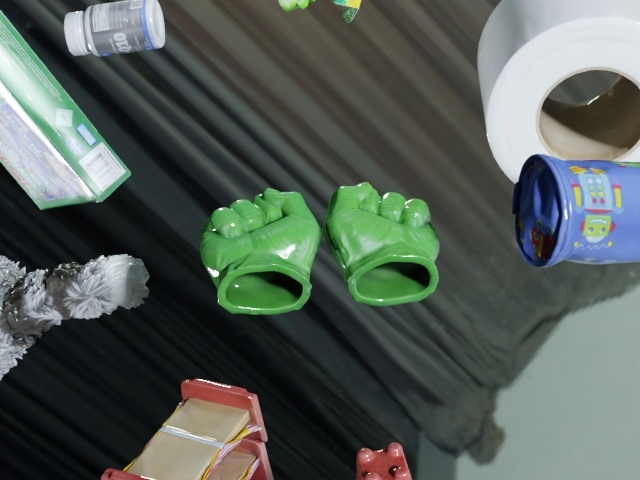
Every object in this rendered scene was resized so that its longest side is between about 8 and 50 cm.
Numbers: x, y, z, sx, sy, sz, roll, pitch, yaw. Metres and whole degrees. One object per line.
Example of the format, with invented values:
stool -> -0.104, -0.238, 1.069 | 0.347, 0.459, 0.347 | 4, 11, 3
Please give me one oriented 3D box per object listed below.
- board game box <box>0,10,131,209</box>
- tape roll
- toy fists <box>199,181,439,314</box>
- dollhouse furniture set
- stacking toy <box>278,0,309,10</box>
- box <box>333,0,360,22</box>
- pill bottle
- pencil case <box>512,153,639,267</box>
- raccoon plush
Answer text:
board game box -> -0.334, -0.168, 1.186 | 0.046, 0.317, 0.213 | -44, 19, -21
tape roll -> 0.312, -0.183, 1.426 | 0.246, 0.246, 0.169 | -38, 24, 25
toy fists -> 0.000, 0.000, 1.389 | 0.279, 0.096, 0.142 | -5, 39, -8
dollhouse furniture set -> -0.048, 0.309, 1.407 | 0.374, 0.152, 0.201 | 9, 34, 26
stacking toy -> 0.006, -0.391, 1.506 | 0.221, 0.052, 0.167 | -40, -19, 7
box -> 0.050, -0.420, 1.796 | 0.105, 0.043, 0.179 | -106, 27, -73
pill bottle -> -0.308, -0.318, 1.800 | 0.137, 0.078, 0.078 | -7, 30, 7
pencil case -> 0.353, -0.033, 1.308 | 0.133, 0.306, 0.119 | -146, 59, -63
raccoon plush -> -0.484, 0.049, 1.720 | 0.446, 0.216, 0.299 | -9, 44, -14
